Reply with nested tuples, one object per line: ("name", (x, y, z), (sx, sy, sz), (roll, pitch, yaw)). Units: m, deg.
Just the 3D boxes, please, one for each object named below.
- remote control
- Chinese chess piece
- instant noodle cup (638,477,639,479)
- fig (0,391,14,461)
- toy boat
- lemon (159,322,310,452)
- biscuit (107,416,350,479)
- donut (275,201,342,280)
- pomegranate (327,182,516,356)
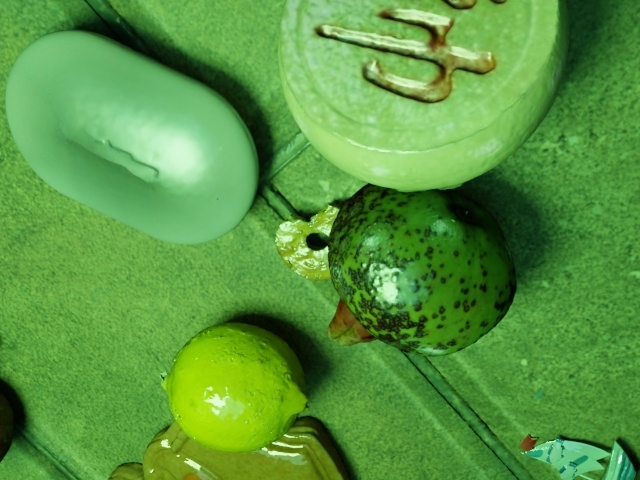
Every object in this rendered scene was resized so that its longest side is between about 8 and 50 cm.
("remote control", (-0.232, -0.119, 0.743), (0.332, 0.103, 0.221), (27, 122, 1))
("Chinese chess piece", (0.093, -0.182, 0.578), (0.270, 0.112, 0.270), (-3, 79, 14))
("instant noodle cup", (0.468, 0.385, 0.746), (0.244, 0.244, 0.255), (13, 106, 7))
("fig", (-0.596, 0.315, 0.979), (0.205, 0.205, 0.205), (5, 114, 11))
("toy boat", (0.361, 0.300, 0.832), (0.149, 0.034, 0.105), (40, 119, 8))
("lemon", (-0.109, 0.197, 0.813), (0.206, 0.173, 0.173), (11, 115, 20))
("biscuit", (-0.143, 0.433, 0.985), (0.349, 0.078, 0.455), (41, 115, -10))
("donut", (0.000, 0.000, 0.774), (0.108, 0.043, 0.097), (-11, 110, 15))
("pomegranate", (0.089, 0.045, 0.689), (0.214, 0.214, 0.248), (40, 125, -6))
